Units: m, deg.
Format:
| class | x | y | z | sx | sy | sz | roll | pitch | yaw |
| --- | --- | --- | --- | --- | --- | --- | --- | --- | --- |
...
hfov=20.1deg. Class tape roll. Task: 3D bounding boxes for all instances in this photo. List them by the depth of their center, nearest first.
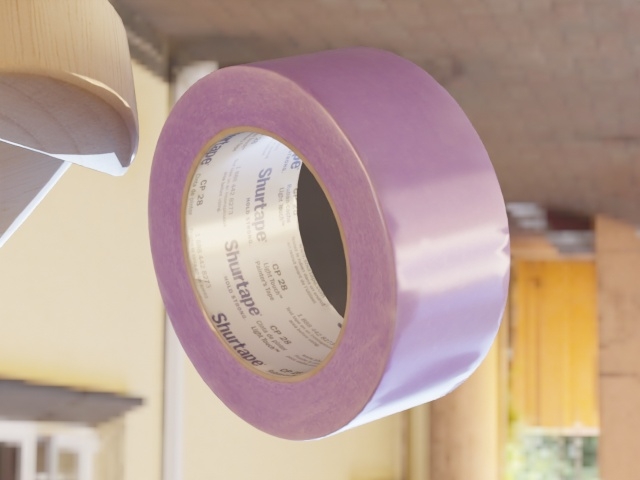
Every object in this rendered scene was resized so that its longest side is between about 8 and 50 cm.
| class | x | y | z | sx | sy | sz | roll | pitch | yaw |
| --- | --- | --- | --- | --- | --- | --- | --- | --- | --- |
| tape roll | 0.000 | 0.000 | 0.908 | 0.080 | 0.189 | 0.189 | -15 | -175 | -40 |

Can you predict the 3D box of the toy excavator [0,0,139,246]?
| class | x | y | z | sx | sy | sz | roll | pitch | yaw |
| --- | --- | --- | --- | --- | --- | --- | --- | --- | --- |
| toy excavator | -0.341 | 0.017 | 1.041 | 0.445 | 0.222 | 0.433 | -3 | 142 | -13 |
